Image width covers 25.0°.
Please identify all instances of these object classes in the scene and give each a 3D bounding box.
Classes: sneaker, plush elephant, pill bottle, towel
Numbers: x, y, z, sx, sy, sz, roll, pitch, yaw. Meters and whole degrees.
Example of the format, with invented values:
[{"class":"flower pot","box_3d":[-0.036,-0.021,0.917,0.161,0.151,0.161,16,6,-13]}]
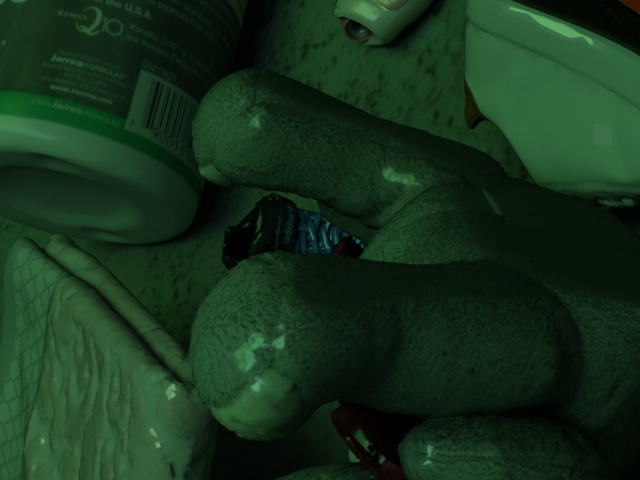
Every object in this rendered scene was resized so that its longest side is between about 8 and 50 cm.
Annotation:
[{"class":"sneaker","box_3d":[0.027,-0.187,1.051,0.070,0.051,0.134,-50,45,6]},{"class":"sneaker","box_3d":[0.190,-0.052,0.788,0.290,0.106,0.123,37,132,42]},{"class":"sneaker","box_3d":[0.000,0.001,0.945,0.152,0.084,0.058,-14,59,42]},{"class":"plush elephant","box_3d":[0.059,0.097,0.717,0.272,0.330,0.255,-111,36,-58]},{"class":"pill bottle","box_3d":[-0.159,-0.196,1.137,0.204,0.204,0.361,-8,62,44]},{"class":"towel","box_3d":[-0.157,0.190,0.909,0.317,0.053,0.332,34,118,59]}]

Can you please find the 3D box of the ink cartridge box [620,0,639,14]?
[{"class":"ink cartridge box","box_3d":[0.214,-0.158,0.709,0.145,0.045,0.179,-59,43,17]}]
